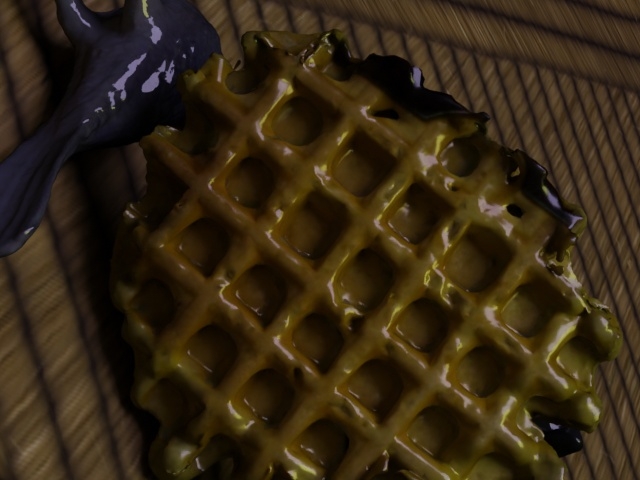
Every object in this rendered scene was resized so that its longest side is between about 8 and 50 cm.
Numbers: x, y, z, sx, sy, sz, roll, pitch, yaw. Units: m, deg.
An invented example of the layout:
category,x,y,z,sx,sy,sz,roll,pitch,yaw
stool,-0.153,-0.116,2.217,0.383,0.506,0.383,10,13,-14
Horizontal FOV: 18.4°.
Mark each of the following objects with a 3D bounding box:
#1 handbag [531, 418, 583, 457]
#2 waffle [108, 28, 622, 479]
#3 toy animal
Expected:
category,x,y,z,sx,sy,sz,roll,pitch,yaw
handbag,0.092,0.087,1.346,0.089,0.254,0.211,-2,65,-24
waffle,0.028,0.026,1.187,0.060,0.312,0.307,135,-39,-85
toy animal,-0.125,-0.121,1.237,0.367,0.081,0.205,-27,109,-65
